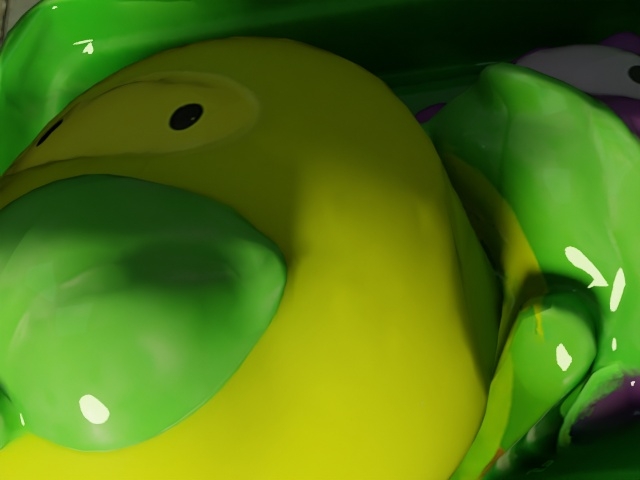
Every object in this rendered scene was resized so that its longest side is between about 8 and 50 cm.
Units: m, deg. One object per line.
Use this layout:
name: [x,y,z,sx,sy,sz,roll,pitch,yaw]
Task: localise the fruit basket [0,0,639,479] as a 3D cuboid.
fruit basket: [0.000,0.000,0.707,0.392,0.392,0.283,-7,65,28]
